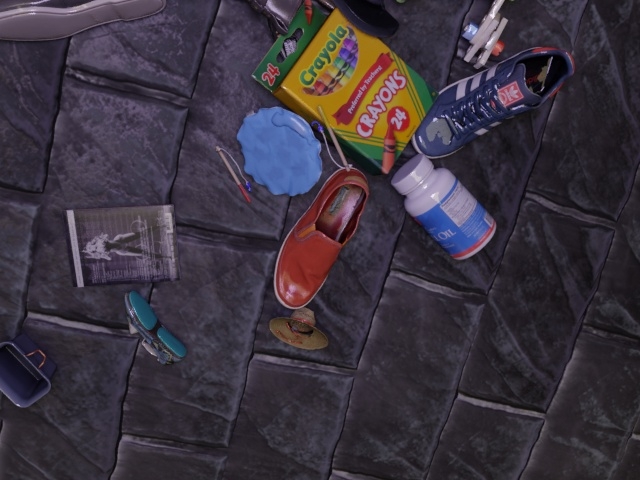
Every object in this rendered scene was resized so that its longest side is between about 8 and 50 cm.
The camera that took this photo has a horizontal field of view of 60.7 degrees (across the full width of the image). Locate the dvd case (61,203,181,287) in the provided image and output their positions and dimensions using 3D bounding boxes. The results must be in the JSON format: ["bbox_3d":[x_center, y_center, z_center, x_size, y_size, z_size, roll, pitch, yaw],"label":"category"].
[{"bbox_3d":[-0.410,0.011,1.138,0.221,0.018,0.165,-4,105,-7],"label":"dvd case"}]

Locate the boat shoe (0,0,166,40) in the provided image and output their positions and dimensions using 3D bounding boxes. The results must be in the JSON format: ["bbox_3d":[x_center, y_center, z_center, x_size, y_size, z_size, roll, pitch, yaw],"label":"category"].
[{"bbox_3d":[-0.451,-0.442,0.990,0.335,0.112,0.096,-15,87,-10],"label":"boat shoe"}]

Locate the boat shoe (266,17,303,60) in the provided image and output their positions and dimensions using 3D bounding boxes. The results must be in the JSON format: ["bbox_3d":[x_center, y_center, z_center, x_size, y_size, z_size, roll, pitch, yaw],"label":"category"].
[{"bbox_3d":[-0.068,-0.400,1.077,0.048,0.042,0.133,-23,103,1],"label":"boat shoe"}]

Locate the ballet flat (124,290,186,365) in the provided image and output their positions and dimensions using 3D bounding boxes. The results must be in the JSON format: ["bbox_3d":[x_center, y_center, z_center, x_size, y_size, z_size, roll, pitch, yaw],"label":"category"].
[{"bbox_3d":[-0.368,0.194,1.165,0.070,0.070,0.188,-35,102,1],"label":"ballet flat"}]

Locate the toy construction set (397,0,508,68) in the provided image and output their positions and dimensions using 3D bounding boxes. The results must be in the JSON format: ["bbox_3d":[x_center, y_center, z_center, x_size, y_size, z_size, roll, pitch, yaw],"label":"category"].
[{"bbox_3d":[0.256,-0.493,1.041,0.327,0.151,0.215,32,72,-21],"label":"toy construction set"}]

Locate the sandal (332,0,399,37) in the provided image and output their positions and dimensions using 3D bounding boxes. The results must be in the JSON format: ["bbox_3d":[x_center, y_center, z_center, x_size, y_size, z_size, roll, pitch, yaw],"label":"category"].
[{"bbox_3d":[0.049,-0.471,1.000,0.254,0.097,0.054,41,137,-13],"label":"sandal"}]

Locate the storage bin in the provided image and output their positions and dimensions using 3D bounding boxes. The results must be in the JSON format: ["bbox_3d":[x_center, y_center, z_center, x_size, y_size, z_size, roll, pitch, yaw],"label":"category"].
[{"bbox_3d":[-0.609,0.254,1.130,0.098,0.091,0.135,-36,106,2],"label":"storage bin"}]

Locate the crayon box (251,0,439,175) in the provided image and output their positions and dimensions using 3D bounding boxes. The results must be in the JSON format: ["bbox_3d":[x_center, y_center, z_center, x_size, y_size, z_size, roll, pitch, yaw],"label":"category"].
[{"bbox_3d":[0.052,-0.299,1.063,0.318,0.081,0.202,35,82,-17],"label":"crayon box"}]

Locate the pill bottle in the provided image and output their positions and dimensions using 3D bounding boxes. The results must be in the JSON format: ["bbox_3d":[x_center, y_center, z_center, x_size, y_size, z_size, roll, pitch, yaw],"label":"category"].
[{"bbox_3d":[0.254,-0.074,1.152,0.221,0.124,0.124,44,94,-13],"label":"pill bottle"}]

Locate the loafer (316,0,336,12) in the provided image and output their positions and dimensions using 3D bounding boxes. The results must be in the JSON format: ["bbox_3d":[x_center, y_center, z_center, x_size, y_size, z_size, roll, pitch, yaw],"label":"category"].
[{"bbox_3d":[0.059,-0.454,1.073,0.148,0.056,0.050,30,104,-13],"label":"loafer"}]

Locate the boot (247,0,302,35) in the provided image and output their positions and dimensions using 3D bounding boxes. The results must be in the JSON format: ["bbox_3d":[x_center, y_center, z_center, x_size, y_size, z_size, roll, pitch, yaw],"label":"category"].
[{"bbox_3d":[-0.113,-0.540,1.014,0.228,0.091,0.263,18,86,-20],"label":"boot"}]

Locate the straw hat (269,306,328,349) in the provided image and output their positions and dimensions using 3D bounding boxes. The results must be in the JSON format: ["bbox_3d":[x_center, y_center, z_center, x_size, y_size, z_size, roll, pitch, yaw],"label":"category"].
[{"bbox_3d":[-0.041,0.180,1.198,0.144,0.144,0.061,30,56,-13],"label":"straw hat"}]

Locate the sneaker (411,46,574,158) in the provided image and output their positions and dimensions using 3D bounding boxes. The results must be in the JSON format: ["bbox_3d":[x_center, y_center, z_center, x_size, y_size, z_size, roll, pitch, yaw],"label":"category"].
[{"bbox_3d":[0.346,-0.284,1.102,0.350,0.148,0.131,-35,105,2],"label":"sneaker"}]

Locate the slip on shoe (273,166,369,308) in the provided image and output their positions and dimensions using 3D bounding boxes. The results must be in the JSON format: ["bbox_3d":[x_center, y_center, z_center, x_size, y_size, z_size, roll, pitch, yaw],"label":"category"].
[{"bbox_3d":[0.000,0.000,1.148,0.123,0.101,0.331,28,99,-14],"label":"slip on shoe"}]

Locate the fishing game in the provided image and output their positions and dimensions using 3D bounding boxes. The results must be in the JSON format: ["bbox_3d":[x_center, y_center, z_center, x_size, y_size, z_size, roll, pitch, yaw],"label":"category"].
[{"bbox_3d":[-0.079,-0.175,1.073,0.264,0.041,0.189,-18,113,33],"label":"fishing game"}]
